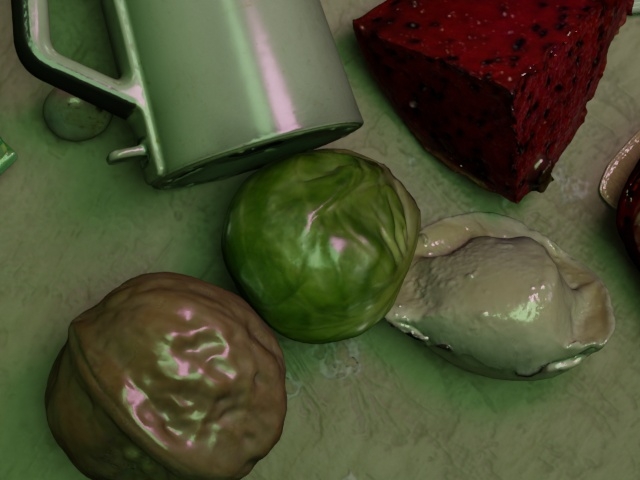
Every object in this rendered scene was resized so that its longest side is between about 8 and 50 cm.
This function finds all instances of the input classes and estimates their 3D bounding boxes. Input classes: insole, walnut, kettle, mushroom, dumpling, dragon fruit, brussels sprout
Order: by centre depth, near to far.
[{"bbox_3d":[-0.172,0.169,1.699,0.273,0.273,0.227,24,50,-11],"label":"walnut"},{"bbox_3d":[-0.171,-0.258,1.723,0.361,0.250,0.376,-15,87,-18],"label":"kettle"},{"bbox_3d":[0.000,0.000,1.766,0.244,0.244,0.244,1,86,-14],"label":"brussels sprout"},{"bbox_3d":[-0.285,-0.161,1.780,0.085,0.085,0.079,-5,52,-14],"label":"mushroom"},{"bbox_3d":[0.261,-0.221,1.833,0.330,0.240,0.302,-36,114,-7],"label":"dragon fruit"},{"bbox_3d":[0.217,0.052,1.852,0.243,0.175,0.227,28,50,-24],"label":"dumpling"},{"bbox_3d":[0.457,-0.131,1.988,0.081,0.011,0.248,46,77,-6],"label":"insole"}]

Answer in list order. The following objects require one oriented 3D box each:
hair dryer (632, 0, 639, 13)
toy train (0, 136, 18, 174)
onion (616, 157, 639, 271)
[{"bbox_3d":[0.437,-0.329,1.985,0.183,0.044,0.154,5,82,-10],"label":"hair dryer"},{"bbox_3d":[-0.472,-0.061,1.658,0.120,0.202,0.301,40,77,11],"label":"toy train"},{"bbox_3d":[0.539,-0.036,1.844,0.341,0.341,0.341,1,86,-14],"label":"onion"}]
